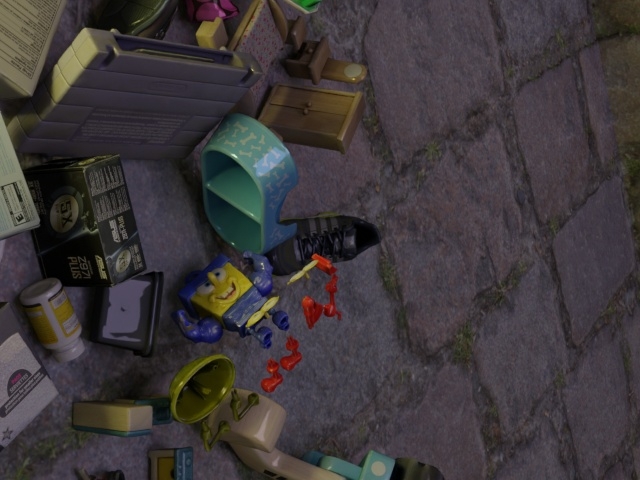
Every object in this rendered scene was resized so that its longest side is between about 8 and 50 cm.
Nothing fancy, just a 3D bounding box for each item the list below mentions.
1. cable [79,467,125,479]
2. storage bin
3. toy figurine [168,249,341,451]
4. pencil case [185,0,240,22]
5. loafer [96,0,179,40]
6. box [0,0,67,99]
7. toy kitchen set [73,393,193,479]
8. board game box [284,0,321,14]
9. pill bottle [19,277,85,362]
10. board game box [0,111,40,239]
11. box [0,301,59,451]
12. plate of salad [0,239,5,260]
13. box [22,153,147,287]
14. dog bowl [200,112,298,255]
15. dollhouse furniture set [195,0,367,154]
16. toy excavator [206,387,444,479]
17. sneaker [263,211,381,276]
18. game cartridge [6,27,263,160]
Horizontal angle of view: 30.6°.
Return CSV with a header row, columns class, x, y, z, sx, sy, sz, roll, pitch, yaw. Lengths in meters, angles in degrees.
class,x,y,z,sx,sy,sz,roll,pitch,yaw
cable,-0.326,0.470,1.831,0.139,0.072,0.287,-74,156,-49
storage bin,-0.306,0.110,1.822,0.091,0.098,0.135,11,80,-25
toy figurine,-0.161,0.137,1.941,0.362,0.217,0.191,-45,146,-19
pencil case,-0.197,-0.470,1.970,0.098,0.095,0.209,-20,104,-37
loafer,-0.297,-0.310,1.811,0.267,0.096,0.084,-55,151,-10
box,-0.447,-0.326,1.599,0.148,0.127,0.232,38,60,-47
toy kitchen set,-0.269,0.331,1.828,0.207,0.122,0.166,3,87,-53
board game box,-0.100,-0.639,1.963,0.390,0.050,0.390,28,68,-27
pill bottle,-0.390,0.119,1.718,0.065,0.065,0.116,-44,123,-44
board game box,-0.528,-0.070,1.453,0.303,0.097,0.224,-24,98,-45
box,-0.490,0.213,1.516,0.247,0.142,0.163,-47,125,-42
plate of salad,-0.512,-0.014,1.569,0.200,0.048,0.199,5,84,-50
box,-0.348,-0.027,1.709,0.077,0.147,0.180,-29,113,-51
dog bowl,-0.124,-0.082,1.952,0.074,0.166,0.297,-45,159,-28
dollhouse furniture set,-0.039,-0.326,2.018,0.355,0.174,0.303,73,34,-54
toy excavator,-0.009,0.450,2.120,0.433,0.445,0.222,110,2,-61
sneaker,0.000,0.000,2.198,0.300,0.121,0.111,-21,106,-52
game cartridge,-0.276,-0.211,1.760,0.355,0.230,0.068,-2,60,-54
